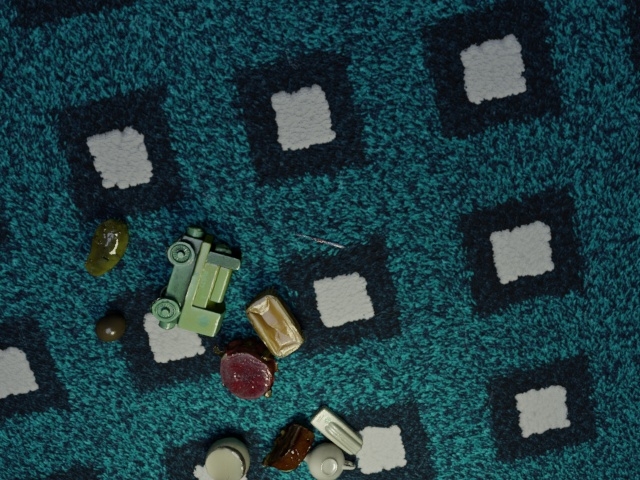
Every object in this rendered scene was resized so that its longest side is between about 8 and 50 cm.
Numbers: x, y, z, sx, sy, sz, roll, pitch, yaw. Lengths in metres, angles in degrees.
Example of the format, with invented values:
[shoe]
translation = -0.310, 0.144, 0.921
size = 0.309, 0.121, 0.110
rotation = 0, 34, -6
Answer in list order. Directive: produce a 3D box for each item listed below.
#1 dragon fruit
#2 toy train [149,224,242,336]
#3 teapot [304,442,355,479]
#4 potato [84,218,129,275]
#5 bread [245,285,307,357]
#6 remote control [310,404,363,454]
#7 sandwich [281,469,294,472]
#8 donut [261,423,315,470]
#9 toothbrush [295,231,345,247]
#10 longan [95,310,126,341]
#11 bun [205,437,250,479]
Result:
[dragon fruit]
translation = -0.269, 0.455, 1.578
size = 0.282, 0.147, 0.211
rotation = 45, 106, -5
[toy train]
translation = -0.436, 0.148, 1.504
size = 0.254, 0.160, 0.396
rotation = 18, 100, -11
[teapot]
translation = 0.034, 0.882, 1.678
size = 0.227, 0.092, 0.145
rotation = 17, 85, -11
[potato]
translation = -0.757, 0.027, 1.502
size = 0.118, 0.090, 0.225
rotation = 27, 98, -6
[bread]
translation = -0.166, 0.302, 1.557
size = 0.136, 0.107, 0.241
rotation = -33, 100, 2
[remote control]
translation = 0.068, 0.756, 1.677
size = 0.230, 0.049, 0.090
rotation = 42, 95, -7
[sandwich]
translation = -0.121, 0.896, 1.713
size = 0.070, 0.026, 0.101
rotation = 28, 96, -2
[donut]
translation = -0.115, 0.812, 1.639
size = 0.126, 0.144, 0.186
rotation = 37, 62, -24
[toothbrush]
translation = 0.000, 0.000, 1.548
size = 0.194, 0.019, 0.013
rotation = 16, 100, -6
[longan]
translation = -0.771, 0.312, 1.558
size = 0.106, 0.106, 0.119
rotation = -19, 59, 2
[bun]
translation = -0.357, 0.846, 1.651
size = 0.173, 0.120, 0.172
rotation = 1, 97, 6
